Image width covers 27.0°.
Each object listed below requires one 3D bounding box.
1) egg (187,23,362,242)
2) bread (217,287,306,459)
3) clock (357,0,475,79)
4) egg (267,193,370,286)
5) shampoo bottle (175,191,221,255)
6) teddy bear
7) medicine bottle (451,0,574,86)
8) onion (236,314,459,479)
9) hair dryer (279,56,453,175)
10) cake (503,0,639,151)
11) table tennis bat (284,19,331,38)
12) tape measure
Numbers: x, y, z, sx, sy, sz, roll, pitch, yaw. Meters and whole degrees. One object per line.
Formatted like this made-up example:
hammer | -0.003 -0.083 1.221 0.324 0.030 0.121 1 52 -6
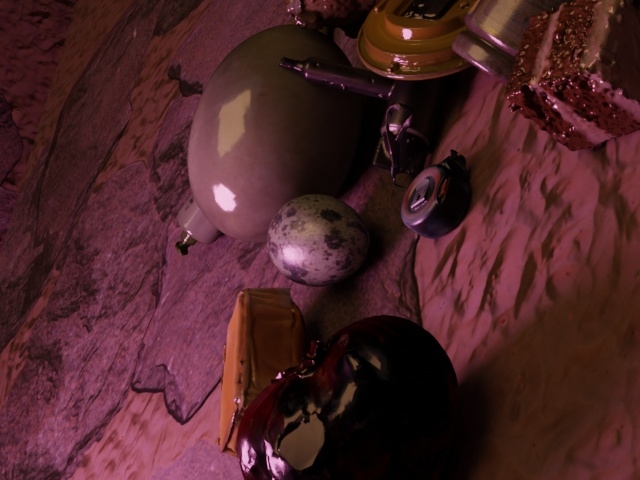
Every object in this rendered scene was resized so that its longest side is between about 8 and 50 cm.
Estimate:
egg | -0.069 -0.165 2.045 0.258 0.258 0.352 -3 59 61
bread | -0.080 0.187 1.866 0.241 0.107 0.136 -90 17 -46
clock | 0.157 -0.313 1.867 0.237 0.057 0.237 -13 40 11
egg | 0.000 0.000 1.893 0.172 0.132 0.132 2 66 51
shampoo bottle | -0.185 -0.072 2.360 0.234 0.087 0.118 -53 15 17
teddy bear | 0.055 -0.386 2.049 0.267 0.256 0.156 14 96 51
medicine bottle | 0.305 -0.334 1.635 0.322 0.151 0.151 -57 26 11
onion | 0.043 0.212 1.510 0.281 0.221 0.281 -10 70 28
hair dryer | 0.051 -0.205 1.912 0.078 0.248 0.195 76 -149 -67
cake | 0.311 -0.191 1.510 0.147 0.135 0.134 -6 58 54
table tennis bat | -0.100 -0.300 2.487 0.369 0.054 0.224 -17 51 51
tape measure | 0.115 -0.086 1.729 0.104 0.180 0.107 -23 42 30
